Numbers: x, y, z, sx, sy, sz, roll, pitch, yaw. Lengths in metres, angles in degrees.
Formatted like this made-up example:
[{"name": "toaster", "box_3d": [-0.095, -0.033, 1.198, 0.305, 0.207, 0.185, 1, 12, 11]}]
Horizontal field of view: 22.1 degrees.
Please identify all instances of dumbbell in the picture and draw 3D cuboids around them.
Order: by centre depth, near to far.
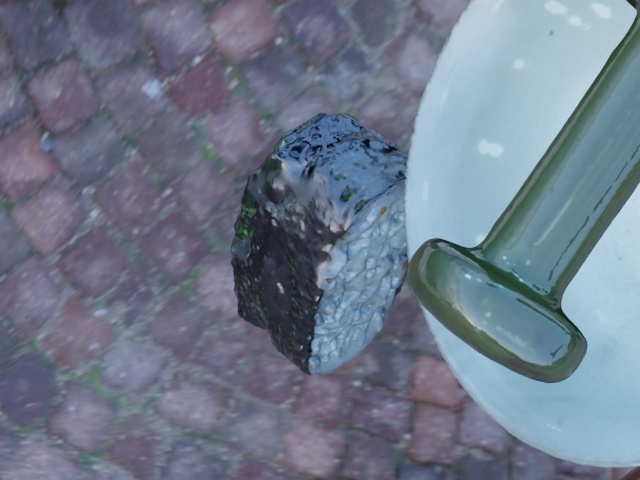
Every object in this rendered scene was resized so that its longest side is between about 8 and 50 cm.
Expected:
[{"name": "dumbbell", "box_3d": [0.072, -0.021, 0.421, 0.052, 0.046, 0.118, 32, 94, -22]}]

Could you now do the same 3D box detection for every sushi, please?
[{"name": "sushi", "box_3d": [0.000, 0.000, 1.333, 0.124, 0.225, 0.127, -29, 59, -36]}]

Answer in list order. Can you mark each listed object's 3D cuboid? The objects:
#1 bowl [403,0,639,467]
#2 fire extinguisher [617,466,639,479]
[{"name": "bowl", "box_3d": [0.207, -0.027, 0.948, 0.146, 0.313, 0.313, 5, 81, -40]}, {"name": "fire extinguisher", "box_3d": [0.212, 0.261, 1.304, 0.106, 0.337, 0.147, 46, 32, -5]}]
